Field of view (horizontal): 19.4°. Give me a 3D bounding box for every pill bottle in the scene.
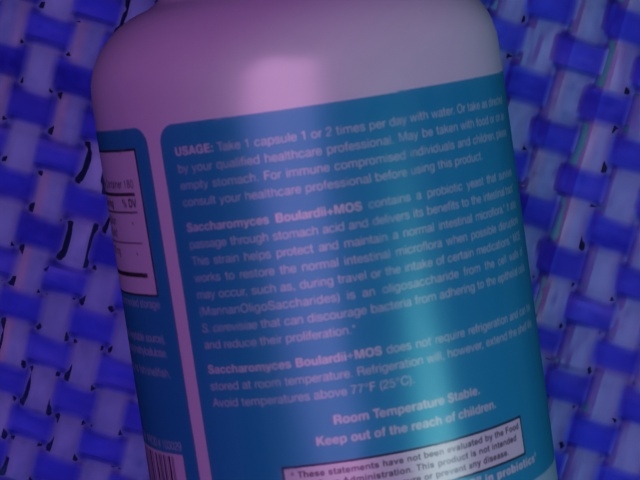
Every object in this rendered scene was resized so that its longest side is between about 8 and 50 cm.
[{"bbox_3d":[0.000,0.000,0.665,0.146,0.146,0.264,-7,96,9],"label":"pill bottle"}]
